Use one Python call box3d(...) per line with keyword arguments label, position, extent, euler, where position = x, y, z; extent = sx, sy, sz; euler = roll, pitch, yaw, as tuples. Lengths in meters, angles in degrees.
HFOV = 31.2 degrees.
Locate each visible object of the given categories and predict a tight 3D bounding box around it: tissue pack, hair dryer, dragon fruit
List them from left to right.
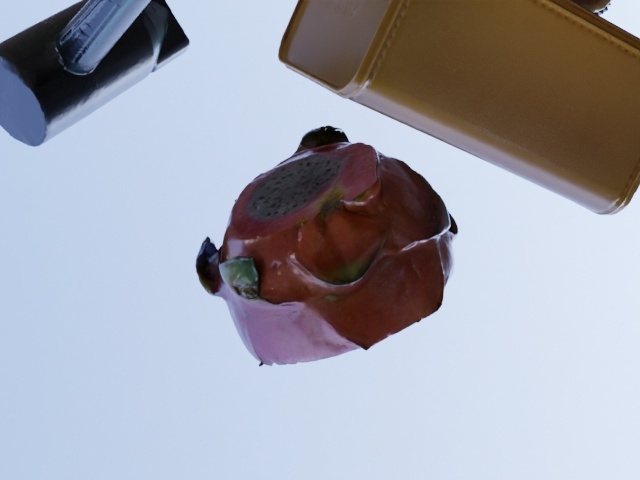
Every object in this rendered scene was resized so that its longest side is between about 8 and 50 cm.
box3d(label="hair dryer", position=(-0.206, -0.235, 1.207), extent=(0.244, 0.302, 0.116), euler=(-42, -80, -35))
box3d(label="dragon fruit", position=(0.000, 0.000, 1.259), extent=(0.290, 0.290, 0.189), euler=(-46, -63, -38))
box3d(label="tissue pack", position=(0.129, -0.147, 0.952), extent=(0.274, 0.145, 0.194), euler=(22, -170, -25))

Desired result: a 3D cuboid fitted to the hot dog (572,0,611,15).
box3d(label="hot dog", position=(0.225, -0.311, 1.369), extent=(0.267, 0.075, 0.144), euler=(0, -119, -18))
